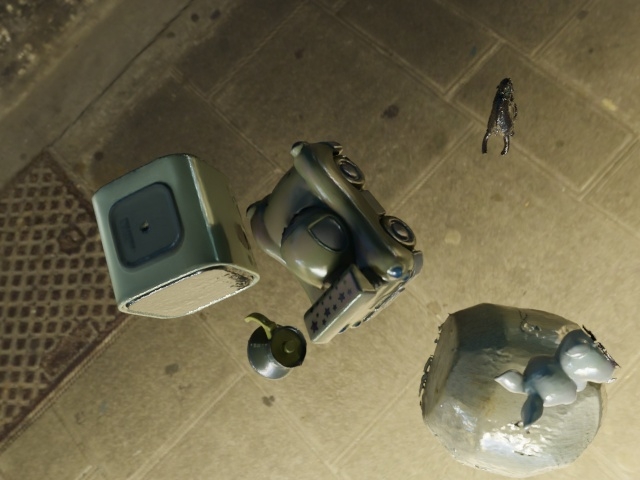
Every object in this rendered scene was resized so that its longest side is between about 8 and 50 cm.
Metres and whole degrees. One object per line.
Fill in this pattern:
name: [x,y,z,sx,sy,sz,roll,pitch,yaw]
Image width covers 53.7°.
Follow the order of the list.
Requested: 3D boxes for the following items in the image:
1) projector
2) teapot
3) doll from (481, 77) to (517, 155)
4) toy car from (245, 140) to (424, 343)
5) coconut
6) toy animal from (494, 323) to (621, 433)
projector: [-0.295,0.000,1.309,0.248,0.248,0.249,-24,71,12]
teapot: [-0.109,0.235,1.437,0.130,0.119,0.166,-37,96,-38]
doll: [0.378,-0.263,1.311,0.057,0.165,0.139,14,40,19]
toy car: [0.000,0.000,1.199,0.336,0.226,0.242,52,126,15]
coconut: [0.400,0.304,1.283,0.360,0.346,0.347,16,78,-1]
toy animal: [0.274,0.157,0.727,0.124,0.085,0.071,-39,66,15]
